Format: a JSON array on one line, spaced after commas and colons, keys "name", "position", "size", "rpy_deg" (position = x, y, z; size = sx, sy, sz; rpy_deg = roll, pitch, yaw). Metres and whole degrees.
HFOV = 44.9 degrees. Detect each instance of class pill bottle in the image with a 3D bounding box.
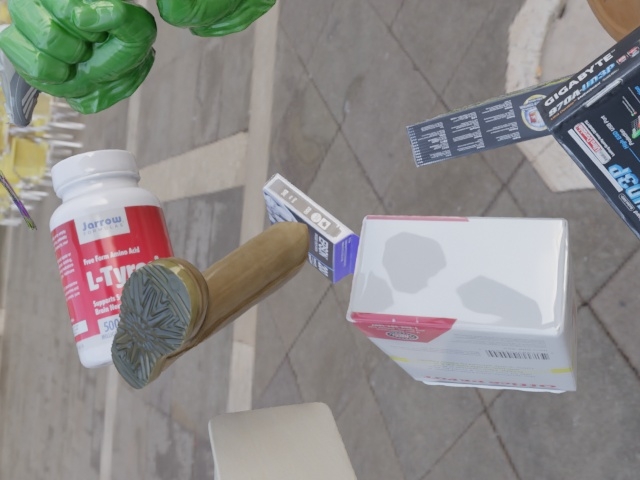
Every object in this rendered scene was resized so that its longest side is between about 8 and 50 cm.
[{"name": "pill bottle", "position": [-0.414, 0.036, 1.571], "size": [0.229, 0.228, 0.408], "rpy_deg": [-28, 76, 59]}]

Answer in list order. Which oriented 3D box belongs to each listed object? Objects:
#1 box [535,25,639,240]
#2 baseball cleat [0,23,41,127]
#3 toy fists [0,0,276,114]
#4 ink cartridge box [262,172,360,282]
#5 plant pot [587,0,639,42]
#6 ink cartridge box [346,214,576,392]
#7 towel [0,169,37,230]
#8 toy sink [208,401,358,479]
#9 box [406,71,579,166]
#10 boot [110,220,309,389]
[{"name": "box", "position": [0.306, -0.075, 0.603], "size": [0.175, 0.220, 0.051], "rpy_deg": [-38, 23, 23]}, {"name": "baseball cleat", "position": [-0.387, -0.219, 1.053], "size": [0.206, 0.109, 0.072], "rpy_deg": [125, 129, -66]}, {"name": "toy fists", "position": [-0.166, -0.229, 0.731], "size": [0.096, 0.279, 0.142], "rpy_deg": [61, -179, 31]}, {"name": "ink cartridge box", "position": [0.000, 0.000, 1.290], "size": [0.045, 0.208, 0.206], "rpy_deg": [-49, -14, -15]}, {"name": "plant pot", "position": [0.471, -0.382, 1.011], "size": [0.291, 0.203, 0.291], "rpy_deg": [63, -178, -3]}, {"name": "ink cartridge box", "position": [0.234, 0.107, 1.158], "size": [0.279, 0.385, 0.161], "rpy_deg": [1, 69, 21]}, {"name": "towel", "position": [-0.391, -0.052, 0.991], "size": [0.060, 0.009, 0.083], "rpy_deg": [28, 146, 60]}, {"name": "toy sink", "position": [-0.039, 0.317, 0.873], "size": [0.234, 0.152, 0.131], "rpy_deg": [-117, 28, -55]}, {"name": "box", "position": [0.281, -0.172, 1.018], "size": [0.270, 0.216, 0.060], "rpy_deg": [-12, 100, 38]}, {"name": "boot", "position": [-0.109, 0.040, 0.908], "size": [0.089, 0.269, 0.236], "rpy_deg": [50, 139, 6]}]
